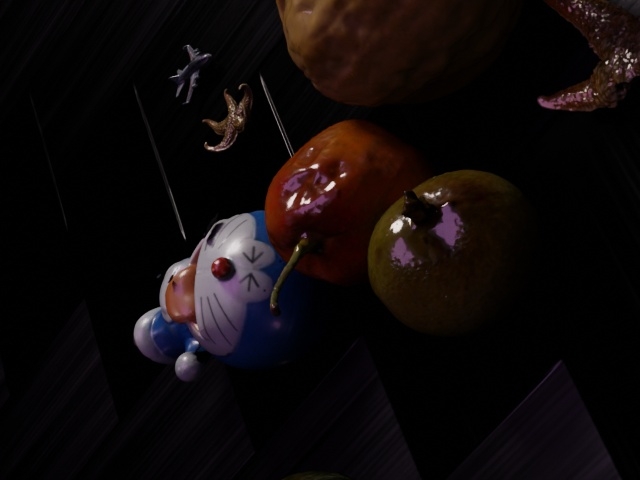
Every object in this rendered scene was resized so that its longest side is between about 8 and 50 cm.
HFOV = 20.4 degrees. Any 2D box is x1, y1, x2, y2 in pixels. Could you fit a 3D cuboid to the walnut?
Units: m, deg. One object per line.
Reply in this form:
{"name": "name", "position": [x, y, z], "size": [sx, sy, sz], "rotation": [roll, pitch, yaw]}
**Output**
{"name": "walnut", "position": [0.069, -0.241, 1.675], "size": [0.257, 0.257, 0.224], "rotation": [-46, 12, 33]}

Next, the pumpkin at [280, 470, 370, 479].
{"name": "pumpkin", "position": [0.002, 0.324, 1.611], "size": [0.238, 0.159, 0.238], "rotation": [-37, 45, 48]}

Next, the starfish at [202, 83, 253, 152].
{"name": "starfish", "position": [-0.105, -0.138, 2.029], "size": [0.091, 0.028, 0.078], "rotation": [-10, 64, 54]}

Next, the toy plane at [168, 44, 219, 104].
{"name": "toy plane", "position": [-0.150, -0.202, 2.107], "size": [0.083, 0.031, 0.079], "rotation": [-27, 57, 46]}

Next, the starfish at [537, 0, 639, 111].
{"name": "starfish", "position": [0.286, -0.187, 1.519], "size": [0.247, 0.050, 0.138], "rotation": [-13, 67, 43]}

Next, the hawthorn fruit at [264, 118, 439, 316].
{"name": "hawthorn fruit", "position": [0.000, 0.000, 1.654], "size": [0.165, 0.165, 0.285], "rotation": [-29, 13, 44]}

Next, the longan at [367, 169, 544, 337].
{"name": "longan", "position": [0.116, 0.006, 1.566], "size": [0.145, 0.176, 0.155], "rotation": [23, 70, 36]}

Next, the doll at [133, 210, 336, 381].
{"name": "doll", "position": [-0.095, 0.052, 1.841], "size": [0.257, 0.161, 0.215], "rotation": [-18, 49, 51]}
